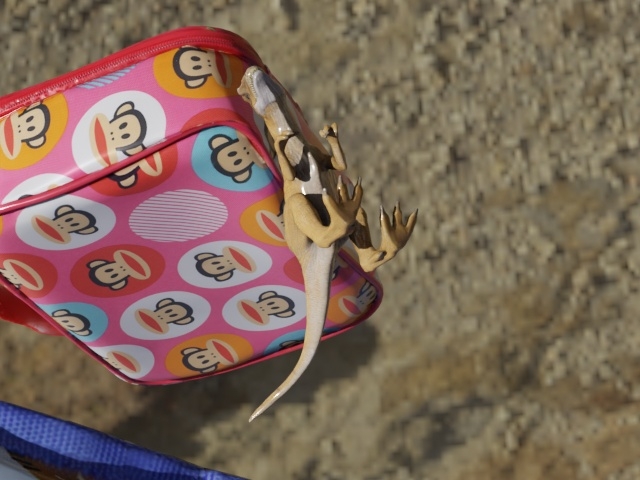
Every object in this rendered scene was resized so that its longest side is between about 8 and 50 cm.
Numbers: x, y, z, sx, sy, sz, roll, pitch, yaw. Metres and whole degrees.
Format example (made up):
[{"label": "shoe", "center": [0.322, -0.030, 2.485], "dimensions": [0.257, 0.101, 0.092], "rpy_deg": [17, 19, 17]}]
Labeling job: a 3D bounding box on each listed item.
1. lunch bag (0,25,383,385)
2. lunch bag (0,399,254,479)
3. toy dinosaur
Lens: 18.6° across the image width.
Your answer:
[{"label": "lunch bag", "center": [-0.116, -0.004, 1.360], "dimensions": [0.258, 0.120, 0.293], "rpy_deg": [-21, 146, 12]}, {"label": "lunch bag", "center": [-0.105, 0.302, 0.662], "dimensions": [0.239, 0.328, 0.385], "rpy_deg": [20, 134, -16]}, {"label": "toy dinosaur", "center": [0.000, 0.000, 1.149], "dimensions": [0.064, 0.211, 0.112], "rpy_deg": [-8, -177, -35]}]
